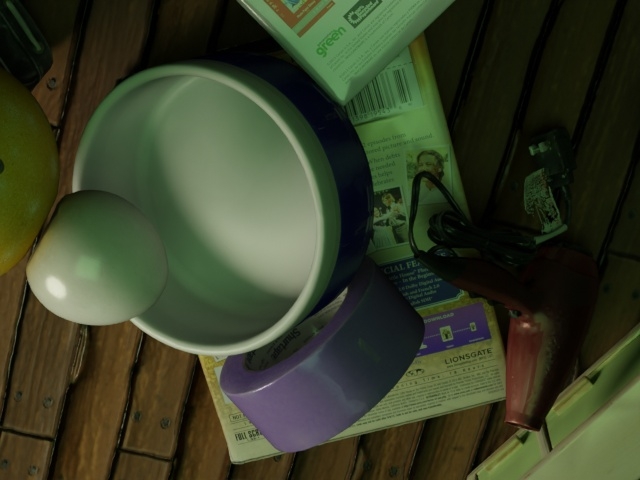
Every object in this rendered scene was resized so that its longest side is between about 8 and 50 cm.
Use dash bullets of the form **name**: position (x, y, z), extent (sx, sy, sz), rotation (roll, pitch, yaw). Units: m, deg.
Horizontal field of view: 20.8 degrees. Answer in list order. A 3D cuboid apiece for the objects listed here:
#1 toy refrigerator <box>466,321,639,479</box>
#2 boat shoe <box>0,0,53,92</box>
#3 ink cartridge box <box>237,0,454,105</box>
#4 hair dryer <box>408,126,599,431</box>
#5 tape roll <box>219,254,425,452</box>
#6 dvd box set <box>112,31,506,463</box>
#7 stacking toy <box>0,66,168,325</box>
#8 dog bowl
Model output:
- **toy refrigerator**: position (0.276, 0.206, 1.798), extent (0.094, 0.102, 0.269), rotation (41, 106, -15)
- **boat shoe**: position (-0.371, -0.260, 1.601), extent (0.121, 0.119, 0.335), rotation (-4, 127, 43)
- **ink cartridge box**: position (0.036, -0.326, 1.520), extent (0.309, 0.130, 0.272), rotation (-43, 101, 10)
- **hair dryer**: position (0.179, 0.048, 1.704), extent (0.223, 0.080, 0.294), rotation (-24, 104, -30)
- **tape roll**: position (0.001, 0.105, 1.640), extent (0.189, 0.189, 0.080), rotation (-37, 107, 13)
- **dvd box set**: position (0.000, 0.000, 1.733), extent (0.307, 0.062, 0.420), rotation (-15, 111, 5)
- **stacking toy**: position (-0.341, -0.075, 1.479), extent (0.479, 0.350, 0.351), rotation (26, 109, -11)
- **dog bowl**: position (-0.088, -0.036, 1.570), extent (0.264, 0.104, 0.265), rotation (8, 107, 27)
